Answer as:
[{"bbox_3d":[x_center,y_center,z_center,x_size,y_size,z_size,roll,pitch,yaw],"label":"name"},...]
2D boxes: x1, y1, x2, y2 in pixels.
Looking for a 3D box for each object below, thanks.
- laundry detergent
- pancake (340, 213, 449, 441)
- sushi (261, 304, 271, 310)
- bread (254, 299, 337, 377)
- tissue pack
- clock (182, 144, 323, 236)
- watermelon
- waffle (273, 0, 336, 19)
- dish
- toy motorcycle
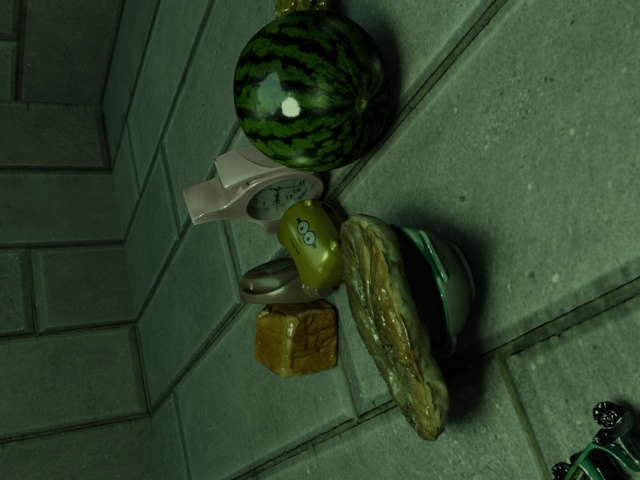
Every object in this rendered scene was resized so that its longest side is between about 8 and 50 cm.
[{"bbox_3d":[-0.082,0.103,1.348,0.237,0.171,0.076,13,120,60],"label":"laundry detergent"},{"bbox_3d":[0.116,0.135,0.982,0.387,0.082,0.387,160,90,-85],"label":"pancake"},{"bbox_3d":[-0.110,0.186,1.512,0.060,0.061,0.118,-64,25,-2],"label":"sushi"},{"bbox_3d":[-0.050,0.208,1.336,0.158,0.149,0.143,6,100,54],"label":"bread"},{"bbox_3d":[0.000,0.000,1.236,0.127,0.123,0.178,-53,56,37],"label":"tissue pack"},{"bbox_3d":[-0.140,-0.092,1.295,0.275,0.290,0.080,106,147,-59],"label":"clock"},{"bbox_3d":[-0.014,-0.262,1.089,0.285,0.285,0.285,9,101,60],"label":"watermelon"},{"bbox_3d":[-0.040,-0.451,1.325,0.297,0.073,0.317,-161,64,-64],"label":"waffle"},{"bbox_3d":[0.182,0.055,0.929,0.246,0.078,0.224,92,157,-67],"label":"dish"},{"bbox_3d":[0.345,0.276,0.731,0.100,0.058,0.173,45,132,40],"label":"toy motorcycle"}]
